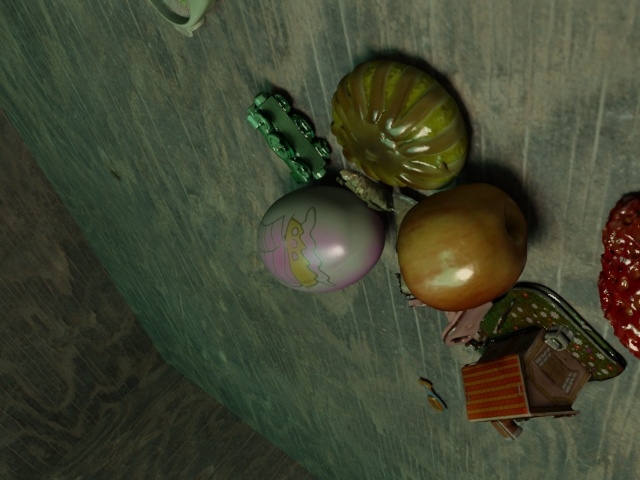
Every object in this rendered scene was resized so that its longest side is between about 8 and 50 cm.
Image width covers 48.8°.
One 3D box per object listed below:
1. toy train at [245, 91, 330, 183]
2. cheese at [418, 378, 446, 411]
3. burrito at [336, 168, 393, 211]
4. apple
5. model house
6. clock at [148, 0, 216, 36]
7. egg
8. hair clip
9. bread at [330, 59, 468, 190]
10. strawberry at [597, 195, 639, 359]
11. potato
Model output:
[{"bbox_3d":[-0.057,-0.177,1.215,0.178,0.071,0.104,50,165,-14],"label":"toy train"},{"bbox_3d":[0.257,0.357,1.616,0.047,0.017,0.111,5,134,50],"label":"cheese"},{"bbox_3d":[0.076,-0.078,1.106,0.051,0.042,0.171,47,-172,22],"label":"burrito"},{"bbox_3d":[0.199,0.005,0.974,0.199,0.199,0.199,35,153,20],"label":"apple"},{"bbox_3d":[0.308,0.213,1.157,0.207,0.154,0.294,43,156,-1],"label":"model house"},{"bbox_3d":[-0.229,-0.411,1.119,0.151,0.062,0.191,46,156,-4],"label":"clock"},{"bbox_3d":[0.000,0.000,1.242,0.196,0.196,0.271,55,164,-21],"label":"egg"},{"bbox_3d":[0.218,0.092,1.129,0.138,0.123,0.102,103,147,-50],"label":"hair clip"},{"bbox_3d":[0.100,-0.152,0.973,0.213,0.104,0.213,36,152,23],"label":"bread"},{"bbox_3d":[0.398,0.067,0.846,0.190,0.111,0.237,4,133,58],"label":"strawberry"},{"bbox_3d":[0.176,0.000,1.143,0.100,0.089,0.172,-8,90,29],"label":"potato"}]
